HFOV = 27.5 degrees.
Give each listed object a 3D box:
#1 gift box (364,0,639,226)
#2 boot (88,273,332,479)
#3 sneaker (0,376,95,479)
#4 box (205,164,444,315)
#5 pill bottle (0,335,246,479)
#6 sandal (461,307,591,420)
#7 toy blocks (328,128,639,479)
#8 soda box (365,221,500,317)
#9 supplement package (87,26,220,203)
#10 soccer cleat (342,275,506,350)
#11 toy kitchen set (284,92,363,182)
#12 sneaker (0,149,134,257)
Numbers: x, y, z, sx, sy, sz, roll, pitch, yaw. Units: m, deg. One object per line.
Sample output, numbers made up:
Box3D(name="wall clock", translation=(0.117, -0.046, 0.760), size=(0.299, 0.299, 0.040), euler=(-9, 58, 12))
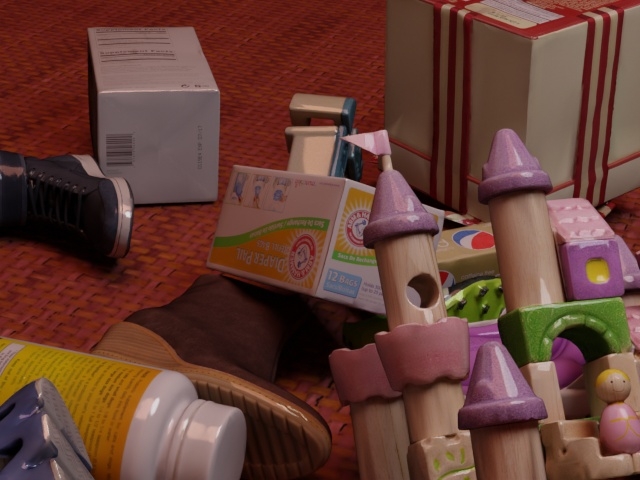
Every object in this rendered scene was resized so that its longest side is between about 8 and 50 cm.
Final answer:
Box3D(name="gift box", translation=(0.197, -0.151, 1.428), size=(0.276, 0.258, 0.255), euler=(-19, 34, -29))
Box3D(name="boot", translation=(-0.060, 0.097, 1.090), size=(0.248, 0.090, 0.207), euler=(13, 30, 28))
Box3D(name="sneaker", translation=(-0.210, 0.241, 0.773), size=(0.182, 0.127, 0.315), euler=(-23, 44, 0))
Box3D(name="box", translation=(0.000, 0.000, 1.176), size=(0.114, 0.103, 0.203), euler=(16, -3, -33))
Box3D(name="pill bottle", translation=(-0.168, 0.143, 0.958), size=(0.215, 0.117, 0.117), euler=(9, 27, 14))
Box3D(name="sandal", translation=(0.230, 0.075, 1.146), size=(0.416, 0.102, 0.169), euler=(-14, 33, -33))
Box3D(name="toy blocks", translation=(0.173, 0.037, 0.911), size=(0.289, 0.260, 0.309), euler=(-4, -12, -15))
Box3D(name="soda box", translation=(0.122, 0.029, 1.282), size=(0.181, 0.058, 0.061), euler=(-10, 29, -24))
Box3D(name="supplement package", translation=(-0.200, -0.152, 1.527), size=(0.134, 0.139, 0.244), euler=(-2, 26, -12))
Box3D(name="soccer cleat", translation=(0.100, 0.066, 1.207), size=(0.179, 0.060, 0.072), euler=(-19, 29, -33))
Box3D(name="toy kitchen set", translation=(0.022, -0.038, 1.406), size=(0.122, 0.166, 0.207), euler=(7, 63, 9))
Box3D(name="sneaker", translation=(-0.288, -0.037, 1.328), size=(0.163, 0.086, 0.226), euler=(1, 15, -27))
